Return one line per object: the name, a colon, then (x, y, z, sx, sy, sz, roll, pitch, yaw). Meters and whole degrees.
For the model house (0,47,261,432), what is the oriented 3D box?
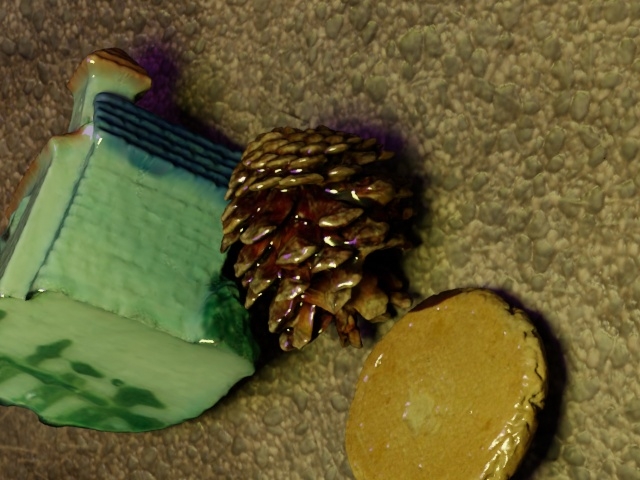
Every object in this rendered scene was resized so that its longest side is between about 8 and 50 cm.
model house: (-0.196, -0.011, 1.963, 0.295, 0.252, 0.329, 134, 149, -58)

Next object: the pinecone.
pinecone: (-0.004, -0.002, 1.792, 0.179, 0.184, 0.204, -5, 85, 53)

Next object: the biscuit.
biscuit: (0.111, 0.146, 1.743, 0.226, 0.042, 0.226, -23, 55, 38)
